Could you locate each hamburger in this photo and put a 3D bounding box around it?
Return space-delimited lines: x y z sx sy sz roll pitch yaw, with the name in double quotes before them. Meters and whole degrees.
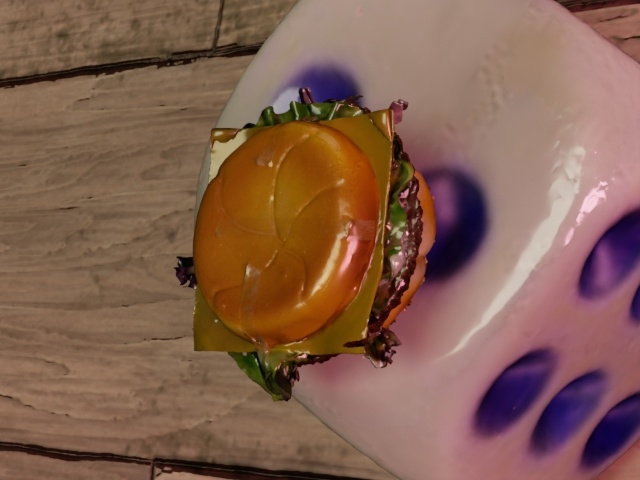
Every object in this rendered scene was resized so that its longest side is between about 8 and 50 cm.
"hamburger" -0.003 0.003 0.857 0.164 0.093 0.190 13 83 42

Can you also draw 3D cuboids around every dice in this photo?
"dice" 0.107 -0.013 1.012 0.304 0.277 0.304 -53 53 10
